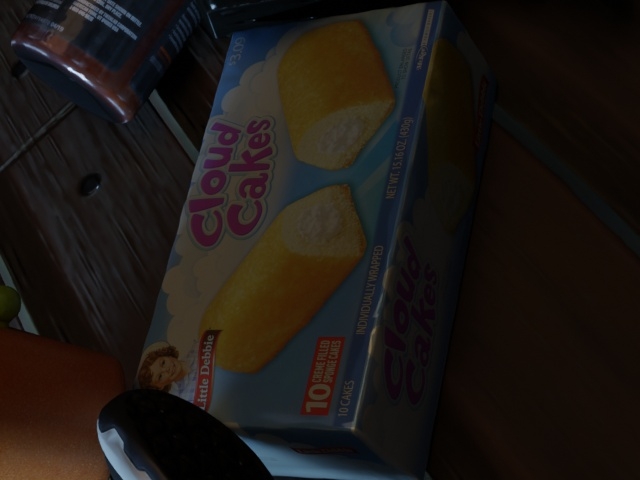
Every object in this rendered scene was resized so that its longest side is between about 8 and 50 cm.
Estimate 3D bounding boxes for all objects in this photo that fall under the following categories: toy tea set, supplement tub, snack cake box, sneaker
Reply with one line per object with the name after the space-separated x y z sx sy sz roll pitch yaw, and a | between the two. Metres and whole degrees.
-0.188 0.196 0.667 0.200 0.124 0.336 128 146 -53 | toy tea set
-0.129 -0.190 0.930 0.106 0.106 0.198 25 77 40 | supplement tub
0.000 0.000 0.741 0.152 0.089 0.264 -2 62 30 | snack cake box
-0.047 0.182 0.618 0.097 0.084 0.235 -45 76 19 | sneaker

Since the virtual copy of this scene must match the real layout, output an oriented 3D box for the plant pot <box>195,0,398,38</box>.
-0.022 -0.225 0.800 0.187 0.188 0.167 -11 91 -2 | plant pot
